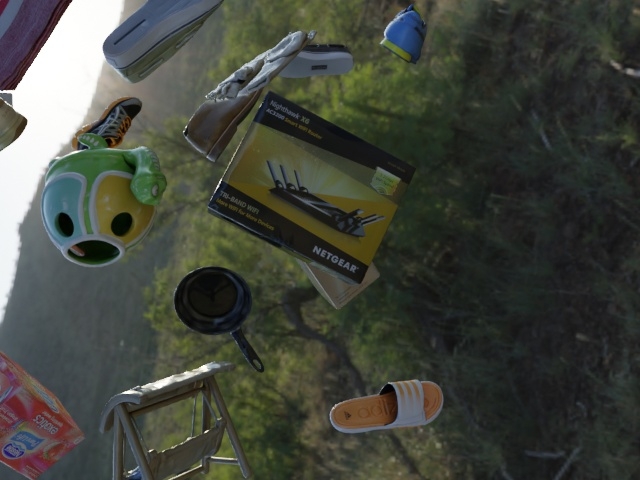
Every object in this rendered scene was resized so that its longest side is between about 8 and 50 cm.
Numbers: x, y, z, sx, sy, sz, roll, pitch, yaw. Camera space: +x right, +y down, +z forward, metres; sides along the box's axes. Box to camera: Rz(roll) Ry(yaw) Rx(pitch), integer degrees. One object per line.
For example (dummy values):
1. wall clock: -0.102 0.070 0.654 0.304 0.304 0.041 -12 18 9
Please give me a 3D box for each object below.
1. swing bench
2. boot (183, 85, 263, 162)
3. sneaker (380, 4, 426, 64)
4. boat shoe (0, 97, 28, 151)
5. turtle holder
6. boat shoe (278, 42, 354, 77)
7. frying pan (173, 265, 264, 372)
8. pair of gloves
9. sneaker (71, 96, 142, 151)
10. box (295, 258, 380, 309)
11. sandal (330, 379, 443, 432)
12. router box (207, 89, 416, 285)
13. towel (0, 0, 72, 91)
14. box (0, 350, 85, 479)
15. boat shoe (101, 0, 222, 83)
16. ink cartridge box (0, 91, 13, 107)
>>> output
1. swing bench: -0.297 0.396 1.561 0.165 0.253 0.254 -10 90 40
2. boot: -0.237 -0.340 1.948 0.305 0.115 0.112 -60 7 -34
3. sneaker: 0.149 -0.345 1.279 0.082 0.069 0.209 -58 -1 15
4. boat shoe: -0.707 -0.176 1.470 0.302 0.098 0.109 -30 38 14
5. turtle holder: -0.449 -0.076 1.660 0.243 0.321 0.227 64 -160 -57
6. boat shoe: -0.031 -0.461 1.907 0.080 0.229 0.076 100 163 -56
7. frying pan: -0.223 0.185 1.972 0.197 0.326 0.053 -50 20 14
8. pair of gloves: -0.126 -0.376 1.638 0.240 0.042 0.204 -6 37 53
9. sneaker: -0.530 -0.283 1.957 0.215 0.083 0.084 -47 -18 -19
10. box: 0.000 0.000 1.826 0.148 0.311 0.121 -40 35 -6
11. sandal: 0.154 0.368 1.703 0.076 0.266 0.101 97 159 -54
12. router box: -0.016 -0.092 1.399 0.242 0.309 0.081 -64 6 -10
13. towel: -0.550 -0.423 1.187 0.237 0.329 0.037 -45 3 27
14. box: -0.664 0.381 1.658 0.142 0.154 0.300 41 162 31
15. boat shoe: -0.292 -0.430 1.508 0.109 0.302 0.094 48 172 29
16. ink cartridge box: -0.851 -0.312 2.007 0.175 0.072 0.127 2 95 62
